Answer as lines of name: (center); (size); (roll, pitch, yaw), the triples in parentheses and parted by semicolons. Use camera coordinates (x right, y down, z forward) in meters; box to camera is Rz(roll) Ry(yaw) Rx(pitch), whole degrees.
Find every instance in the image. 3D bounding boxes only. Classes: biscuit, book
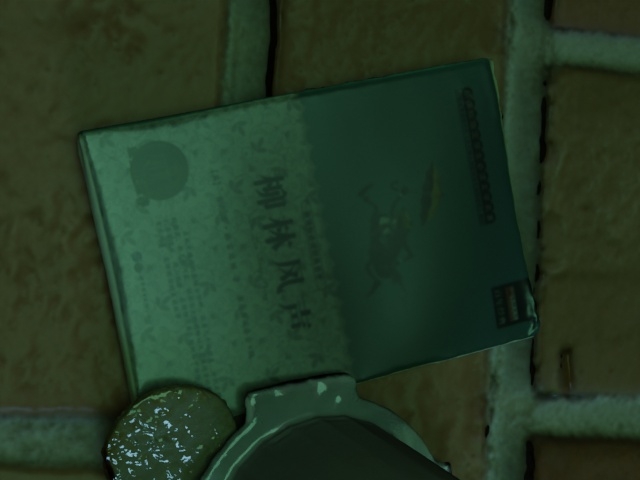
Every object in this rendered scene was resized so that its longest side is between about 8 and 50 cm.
biscuit: (-0.122, 0.172, 1.097); (0.120, 0.015, 0.120); (-8, 112, -21)
book: (0.000, 0.000, 1.152); (0.379, 0.031, 0.264); (-13, 97, -18)

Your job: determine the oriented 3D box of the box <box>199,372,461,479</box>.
box: (0.020, 0.271, 1.049); (0.262, 0.206, 0.291); (45, 76, -20)
